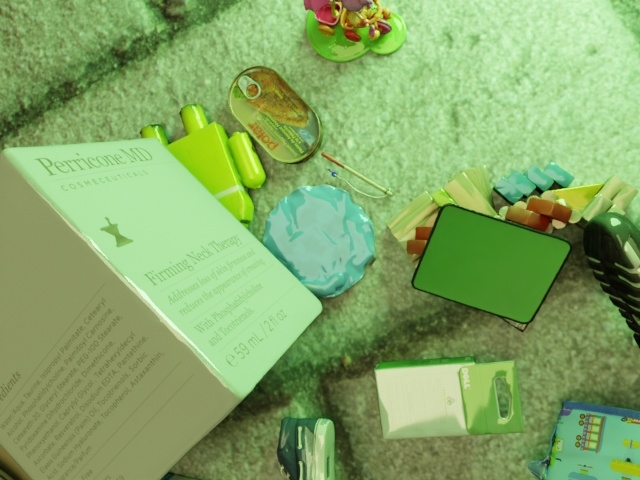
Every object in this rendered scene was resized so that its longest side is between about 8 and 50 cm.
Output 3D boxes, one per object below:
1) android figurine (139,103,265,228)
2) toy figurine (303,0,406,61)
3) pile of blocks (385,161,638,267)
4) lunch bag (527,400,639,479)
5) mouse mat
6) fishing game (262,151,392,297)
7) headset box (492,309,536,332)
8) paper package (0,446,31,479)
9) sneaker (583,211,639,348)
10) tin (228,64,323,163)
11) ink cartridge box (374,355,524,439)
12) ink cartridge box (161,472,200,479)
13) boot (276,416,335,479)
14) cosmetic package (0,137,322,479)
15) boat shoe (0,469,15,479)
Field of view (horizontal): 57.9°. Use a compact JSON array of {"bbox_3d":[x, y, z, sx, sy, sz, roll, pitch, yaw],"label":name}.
[{"bbox_3d":[-0.215,-0.089,1.002,0.248,0.056,0.273,-25,82,12],"label":"android figurine"},{"bbox_3d":[0.041,-0.357,0.889,0.173,0.159,0.130,20,94,13],"label":"toy figurine"},{"bbox_3d":[0.271,-0.050,0.848,0.361,0.112,0.149,-14,86,13],"label":"pile of blocks"},{"bbox_3d":[0.410,0.336,0.743,0.293,0.138,0.221,3,66,40],"label":"lunch bag"},{"bbox_3d":[0.239,0.036,0.826,0.189,0.007,0.153,17,121,2],"label":"mouse mat"},{"bbox_3d":[0.000,0.000,0.956,0.189,0.041,0.264,30,91,6],"label":"fishing game"},{"bbox_3d":[0.288,0.090,0.882,0.083,0.032,0.062,34,97,11],"label":"headset box"},{"bbox_3d":[-0.528,0.266,0.993,0.325,0.168,0.309,44,99,1],"label":"paper package"},{"bbox_3d":[0.479,0.043,0.782,0.162,0.106,0.281,-36,110,0],"label":"sneaker"},{"bbox_3d":[-0.076,-0.210,0.980,0.106,0.040,0.190,-43,79,6],"label":"tin"},{"bbox_3d":[0.194,0.238,0.887,0.209,0.062,0.109,-8,87,14],"label":"ink cartridge box"},{"bbox_3d":[-0.207,0.487,0.975,0.230,0.078,0.134,7,90,14],"label":"ink cartridge box"},{"bbox_3d":[-0.025,0.385,0.944,0.086,0.069,0.190,-1,81,21],"label":"boot"},{"bbox_3d":[-0.276,0.109,0.829,0.393,0.329,0.327,45,110,3],"label":"cosmetic package"},{"bbox_3d":[-0.494,0.525,0.863,0.186,0.156,0.500,-31,92,14],"label":"boat shoe"}]
